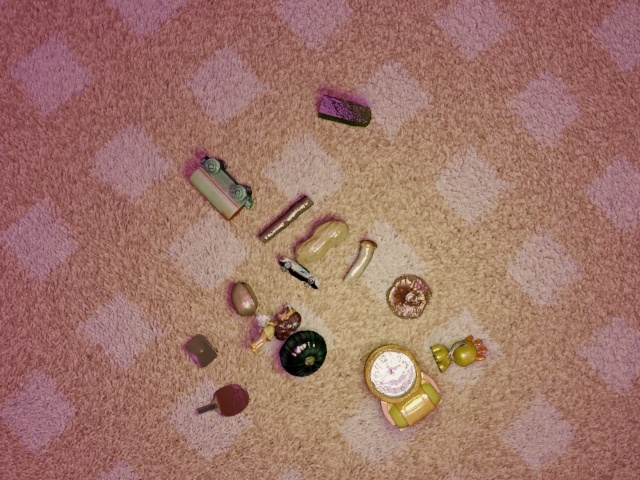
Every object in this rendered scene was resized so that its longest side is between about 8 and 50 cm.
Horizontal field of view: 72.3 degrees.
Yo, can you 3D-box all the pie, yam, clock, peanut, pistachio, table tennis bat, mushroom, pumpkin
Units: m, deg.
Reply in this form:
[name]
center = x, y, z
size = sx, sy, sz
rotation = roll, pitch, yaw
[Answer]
[pie]
center = 0.372, 0.239, 1.865
size = 0.195, 0.046, 0.195
rotation = 0, 88, -1
[yam]
center = -0.145, -0.087, 1.845
size = 0.274, 0.061, 0.061
rotation = -41, 91, -1
[clock]
center = 0.315, 0.579, 1.792
size = 0.244, 0.200, 0.317
rotation = -35, 82, -6
[peanut]
center = 0.000, 0.000, 1.823
size = 0.257, 0.123, 0.123
rotation = -35, 90, 1
[pistachio]
center = -0.315, 0.243, 1.809
size = 0.113, 0.113, 0.149
rotation = -19, 91, -2
[table tennis bat]
center = -0.408, 0.683, 1.842
size = 0.221, 0.019, 0.130
rotation = -18, 90, -4
[mushroom]
center = 0.167, 0.092, 1.847
size = 0.071, 0.084, 0.209
rotation = 29, 91, 20
[pumpkin]
center = -0.067, 0.462, 1.784
size = 0.202, 0.140, 0.201
rotation = -8, 112, -22

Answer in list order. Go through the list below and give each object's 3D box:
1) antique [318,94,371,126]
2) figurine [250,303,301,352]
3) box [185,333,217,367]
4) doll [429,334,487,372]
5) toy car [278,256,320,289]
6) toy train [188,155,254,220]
[antique]
center = 0.105, -0.540, 1.853
size = 0.221, 0.080, 0.081
rotation = 15, 90, -3
[figurine]
center = -0.187, 0.359, 1.780
size = 0.240, 0.174, 0.115
rotation = -26, 65, -22
[box]
center = -0.497, 0.461, 1.836
size = 0.091, 0.031, 0.126
rotation = -42, 91, -2
[doll]
center = 0.582, 0.468, 1.834
size = 0.221, 0.143, 0.135
rotation = -17, 118, 3
[toy car]
center = -0.085, 0.137, 1.828
size = 0.205, 0.095, 0.056
rotation = 32, 70, -2
[toy train]
center = -0.413, -0.214, 1.818
size = 0.177, 0.116, 0.285
rotation = -44, 91, 10
